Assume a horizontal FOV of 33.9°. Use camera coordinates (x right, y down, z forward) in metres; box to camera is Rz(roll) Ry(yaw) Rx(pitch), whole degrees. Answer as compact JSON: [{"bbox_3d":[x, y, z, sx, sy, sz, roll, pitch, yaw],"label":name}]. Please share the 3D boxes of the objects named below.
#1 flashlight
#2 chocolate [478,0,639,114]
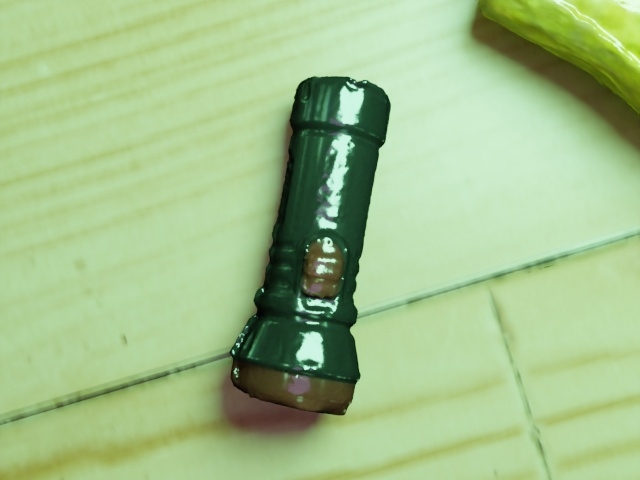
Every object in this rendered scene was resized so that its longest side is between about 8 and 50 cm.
[{"bbox_3d":[0.000,0.000,0.732,0.092,0.093,0.232,11,86,-1],"label":"flashlight"},{"bbox_3d":[0.323,-0.106,0.731,0.445,0.162,0.162,22,86,4],"label":"chocolate"}]
